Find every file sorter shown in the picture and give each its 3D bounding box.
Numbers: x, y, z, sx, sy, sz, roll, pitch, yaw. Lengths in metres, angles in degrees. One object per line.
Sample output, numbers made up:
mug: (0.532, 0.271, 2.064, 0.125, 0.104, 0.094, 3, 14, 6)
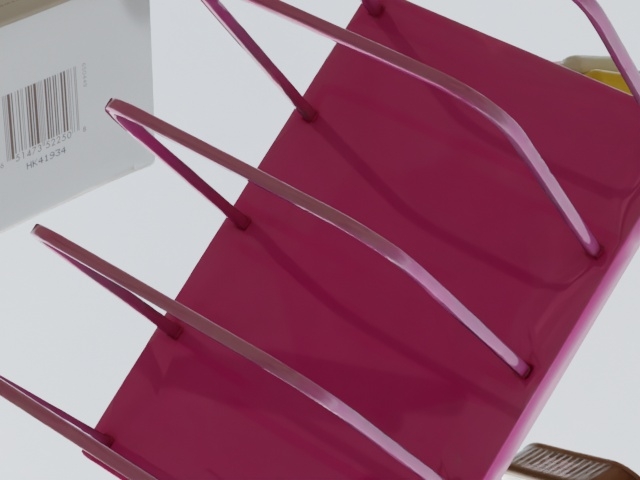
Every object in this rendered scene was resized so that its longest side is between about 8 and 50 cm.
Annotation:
file sorter: (0.000, 0.000, 0.922, 0.202, 0.182, 0.291, 27, -98, 32)

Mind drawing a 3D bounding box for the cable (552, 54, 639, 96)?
cable: (0.148, -0.133, 1.608, 0.139, 0.287, 0.072, 20, -80, 51)

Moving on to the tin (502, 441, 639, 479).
tin: (0.176, 0.193, 1.328, 0.040, 0.106, 0.189, -23, -169, -23)

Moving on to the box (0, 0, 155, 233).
box: (-0.319, -0.152, 1.514, 0.345, 0.168, 0.215, 28, -139, 36)
